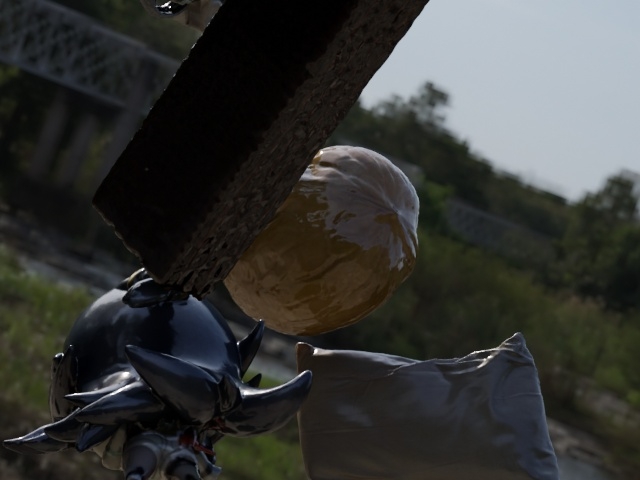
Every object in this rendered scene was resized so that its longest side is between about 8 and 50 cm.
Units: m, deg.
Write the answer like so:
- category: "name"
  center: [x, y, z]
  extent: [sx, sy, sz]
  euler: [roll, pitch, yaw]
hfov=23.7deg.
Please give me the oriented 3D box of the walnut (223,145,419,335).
- category: "walnut"
  center: [0.000, 0.000, 1.549]
  extent: [0.226, 0.193, 0.193]
  euler: [-21, -28, 39]

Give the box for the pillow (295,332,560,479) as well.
- category: "pillow"
  center: [0.107, 0.182, 1.563]
  extent: [0.270, 0.173, 0.067]
  euler: [-4, -17, 9]

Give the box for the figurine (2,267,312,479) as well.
- category: "figurine"
  center: [-0.131, 0.122, 1.233]
  extent: [0.175, 0.197, 0.265]
  euler: [36, -17, -22]

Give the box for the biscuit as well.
- category: "biscuit"
  center: [-0.029, -0.130, 1.118]
  extent: [0.073, 0.388, 0.107]
  euler: [7, 35, -54]

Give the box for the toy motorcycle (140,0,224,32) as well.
- category: "toy motorcycle"
  center: [-0.099, -0.364, 1.947]
  extent: [0.108, 0.223, 0.341]
  euler: [29, 16, 31]
